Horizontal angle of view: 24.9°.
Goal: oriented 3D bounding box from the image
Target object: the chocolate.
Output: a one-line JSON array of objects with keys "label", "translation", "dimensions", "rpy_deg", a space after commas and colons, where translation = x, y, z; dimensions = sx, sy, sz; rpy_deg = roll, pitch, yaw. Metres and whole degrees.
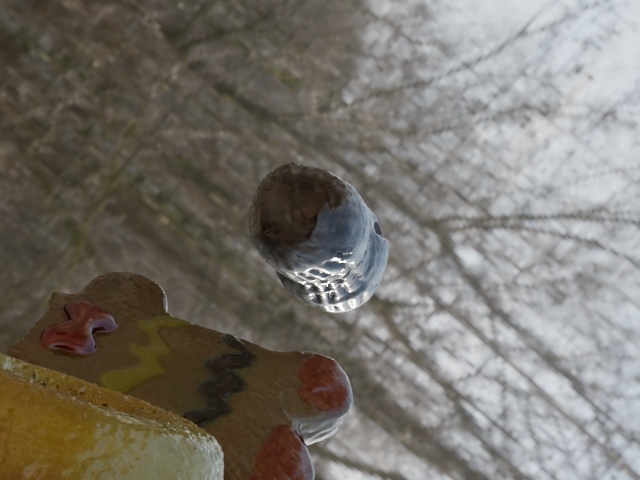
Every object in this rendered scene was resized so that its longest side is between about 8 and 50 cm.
[{"label": "chocolate", "translation": [0.000, 0.000, 1.258], "dimensions": [0.110, 0.110, 0.248], "rpy_deg": [-51, 161, -5]}]

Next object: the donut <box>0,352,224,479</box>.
[{"label": "donut", "translation": [-0.126, 0.093, 0.676], "dimensions": [0.162, 0.178, 0.065], "rpy_deg": [-4, -115, 69]}]

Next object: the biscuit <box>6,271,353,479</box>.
[{"label": "biscuit", "translation": [-0.172, 0.177, 1.733], "dimensions": [0.368, 0.394, 0.076], "rpy_deg": [-58, 171, -60]}]
